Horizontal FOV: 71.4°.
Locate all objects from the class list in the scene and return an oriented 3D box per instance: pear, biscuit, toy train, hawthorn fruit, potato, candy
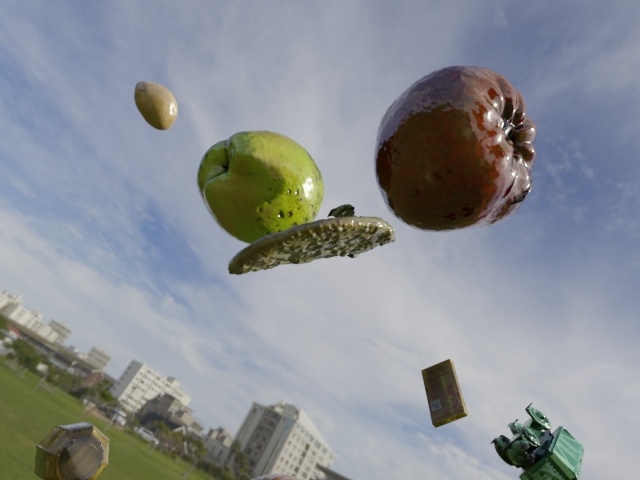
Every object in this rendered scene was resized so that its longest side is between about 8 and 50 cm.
[{"bbox_3d":[-0.195,-0.163,1.381,0.391,0.391,0.391,23,-30,14],"label":"pear"},{"bbox_3d":[-0.001,-0.002,0.705,0.289,0.038,0.141,-9,-19,-17],"label":"biscuit"},{"bbox_3d":[0.490,0.472,1.001,0.154,0.115,0.269,50,20,27],"label":"toy train"},{"bbox_3d":[0.303,-0.206,1.086,0.402,0.403,0.403,23,-30,14],"label":"hawthorn fruit"},{"bbox_3d":[-0.475,-0.388,1.286,0.147,0.112,0.112,60,-31,5],"label":"potato"},{"bbox_3d":[0.085,-0.023,1.219,0.093,0.051,0.226,-20,-38,3],"label":"candy"}]

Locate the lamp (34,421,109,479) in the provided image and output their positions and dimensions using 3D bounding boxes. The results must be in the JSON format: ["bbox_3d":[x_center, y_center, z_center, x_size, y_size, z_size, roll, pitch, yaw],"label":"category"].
[{"bbox_3d":[-0.628,0.543,1.125,0.161,0.161,0.185,43,-37,-20],"label":"lamp"}]

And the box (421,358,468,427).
[{"bbox_3d":[0.300,0.370,1.087,0.089,0.156,0.022,-33,-61,20],"label":"box"}]

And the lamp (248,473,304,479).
[{"bbox_3d":[-0.042,0.289,0.411,0.136,0.136,0.136,23,-30,14],"label":"lamp"}]
